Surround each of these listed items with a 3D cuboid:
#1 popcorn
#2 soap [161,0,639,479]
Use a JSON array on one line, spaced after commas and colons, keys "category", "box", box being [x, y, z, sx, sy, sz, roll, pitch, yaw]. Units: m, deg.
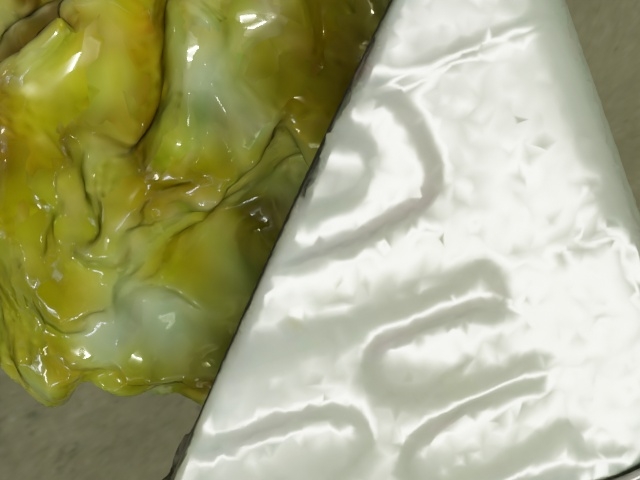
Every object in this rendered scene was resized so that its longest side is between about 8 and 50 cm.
[{"category": "popcorn", "box": [-0.065, -0.079, 1.045, 0.334, 0.292, 0.293, -20, 127, 9]}, {"category": "soap", "box": [0.000, 0.000, 0.774, 0.258, 0.159, 0.302, -19, 92, 0]}]
